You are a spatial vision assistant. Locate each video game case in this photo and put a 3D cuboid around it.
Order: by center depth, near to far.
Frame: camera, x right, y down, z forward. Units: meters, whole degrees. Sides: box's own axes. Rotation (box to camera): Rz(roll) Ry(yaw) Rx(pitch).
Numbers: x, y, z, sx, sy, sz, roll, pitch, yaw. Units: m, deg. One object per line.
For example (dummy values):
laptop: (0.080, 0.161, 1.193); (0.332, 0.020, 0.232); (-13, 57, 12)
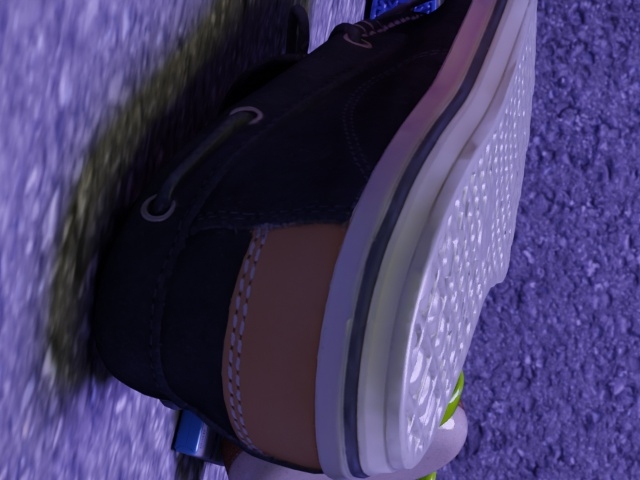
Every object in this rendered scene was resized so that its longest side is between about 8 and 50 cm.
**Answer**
video game case: (-0.057, 0.077, 1.014); (0.166, 0.015, 0.119); (66, 36, -79)

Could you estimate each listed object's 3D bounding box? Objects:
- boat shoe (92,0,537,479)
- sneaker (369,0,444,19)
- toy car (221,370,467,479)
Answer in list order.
boat shoe: (0.023, -0.035, 0.863); (0.500, 0.156, 0.187); (-53, 148, -65)
sneaker: (0.088, -0.266, 1.378); (0.090, 0.081, 0.232); (-73, 179, -57)
toy car: (-0.002, 0.065, 1.020); (0.155, 0.148, 0.188); (98, -22, -58)
